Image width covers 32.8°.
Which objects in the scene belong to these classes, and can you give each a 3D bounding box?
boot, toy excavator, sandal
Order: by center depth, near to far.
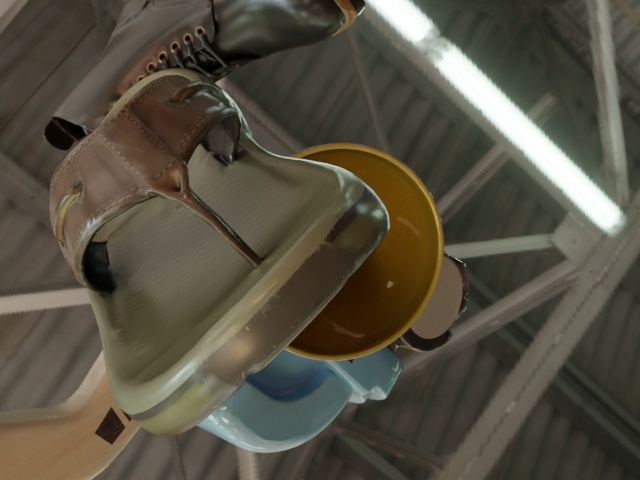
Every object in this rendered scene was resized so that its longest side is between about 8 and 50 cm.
[{"bbox_3d":[-0.071,-0.019,0.448,0.120,0.303,0.086,-46,-62,-1],"label":"sandal"},{"bbox_3d":[-0.073,-0.100,0.643,0.077,0.198,0.137,45,-112,-31],"label":"boot"},{"bbox_3d":[-0.126,0.099,0.967,0.433,0.222,0.445,44,-111,-38],"label":"toy excavator"}]

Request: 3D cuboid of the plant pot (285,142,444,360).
[{"bbox_3d":[0.000,0.000,0.702,0.134,0.095,0.134,-3,-80,-15],"label":"plant pot"}]
